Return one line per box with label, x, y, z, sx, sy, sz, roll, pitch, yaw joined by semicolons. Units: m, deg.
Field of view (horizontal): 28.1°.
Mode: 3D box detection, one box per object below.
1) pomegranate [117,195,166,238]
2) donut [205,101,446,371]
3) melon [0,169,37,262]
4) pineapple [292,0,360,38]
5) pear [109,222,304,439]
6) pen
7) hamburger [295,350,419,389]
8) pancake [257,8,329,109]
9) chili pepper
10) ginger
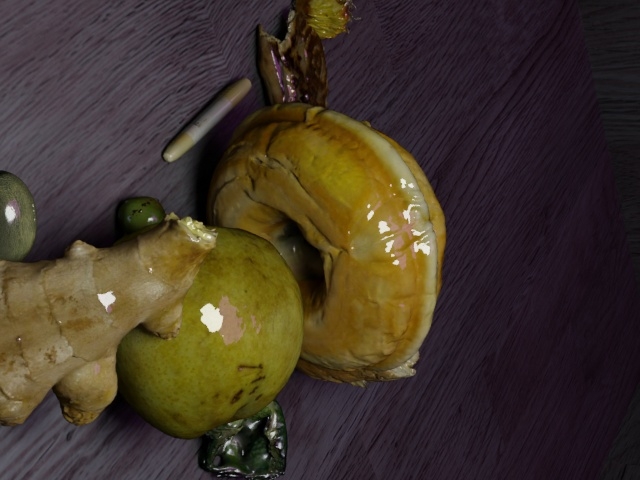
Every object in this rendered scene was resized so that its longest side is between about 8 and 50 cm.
pomegranate;-0.260;-0.022;1.865;0.073;0.073;0.085;-20;125;-56
donut;0.000;0.000;1.936;0.198;0.449;0.449;-26;113;-41
melon;-0.404;-0.025;1.604;0.098;0.098;0.131;-31;121;-54
pineapple;0.006;-0.411;2.259;0.116;0.137;0.069;10;76;-18
pear;-0.176;0.127;1.789;0.304;0.304;0.304;-2;92;-58
pen;-0.181;-0.193;2.019;0.233;0.040;0.032;-48;129;-40
hamburger;0.015;0.136;2.191;0.162;0.209;0.330;2;52;-49
pancake;-0.050;-0.269;2.204;0.212;0.056;0.257;24;65;-61
chili pepper;-0.140;0.282;2.038;0.264;0.116;0.148;59;32;-40
ginger;-0.293;0.112;1.574;0.166;0.375;0.236;-9;85;-83
